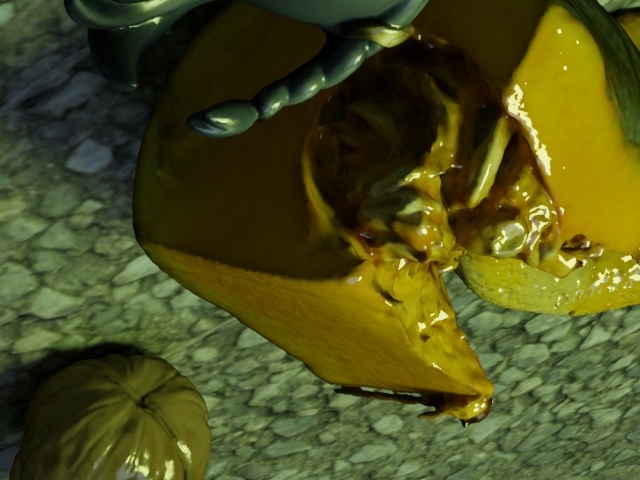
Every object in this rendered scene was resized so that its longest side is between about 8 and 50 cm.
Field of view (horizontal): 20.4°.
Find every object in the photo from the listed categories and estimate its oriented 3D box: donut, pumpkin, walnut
[{"bbox_3d":[0.222,-0.043,1.366,0.303,0.110,0.303,-16,149,-10],"label":"donut"},{"bbox_3d":[0.052,-0.051,1.102,0.303,0.256,0.225,-48,143,2],"label":"pumpkin"},{"bbox_3d":[-0.169,0.175,1.415,0.155,0.155,0.184,-1,138,-32],"label":"walnut"}]

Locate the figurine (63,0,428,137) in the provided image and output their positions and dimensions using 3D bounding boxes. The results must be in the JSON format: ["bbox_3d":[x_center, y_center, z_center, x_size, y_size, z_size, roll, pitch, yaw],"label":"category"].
[{"bbox_3d":[-0.037,-0.172,0.936,0.265,0.175,0.197,-34,127,20],"label":"figurine"}]
